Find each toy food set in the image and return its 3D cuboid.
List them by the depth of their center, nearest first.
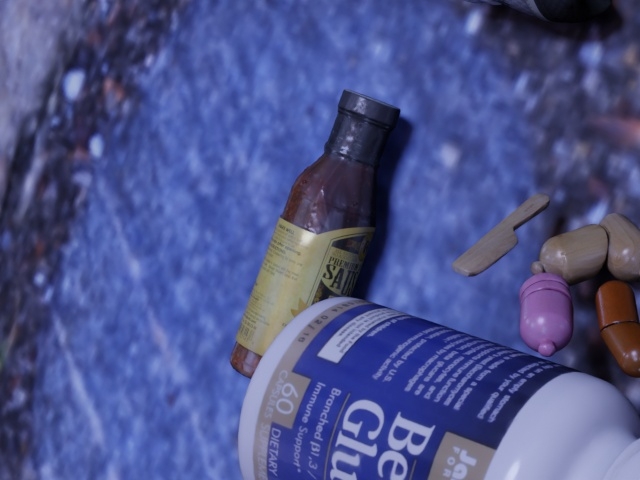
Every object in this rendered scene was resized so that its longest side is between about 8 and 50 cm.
[{"bbox_3d":[0.112,0.024,0.601,0.122,0.078,0.019,26,138,34],"label":"toy food set"}]

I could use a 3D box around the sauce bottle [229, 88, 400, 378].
[{"bbox_3d":[0.000,0.000,0.699,0.042,0.042,0.128,25,99,37],"label":"sauce bottle"}]

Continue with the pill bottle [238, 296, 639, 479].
[{"bbox_3d":[0.060,0.085,0.606,0.169,0.094,0.094,17,92,37],"label":"pill bottle"}]

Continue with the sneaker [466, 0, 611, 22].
[{"bbox_3d":[0.113,-0.156,0.631,0.075,0.063,0.170,38,110,35],"label":"sneaker"}]
